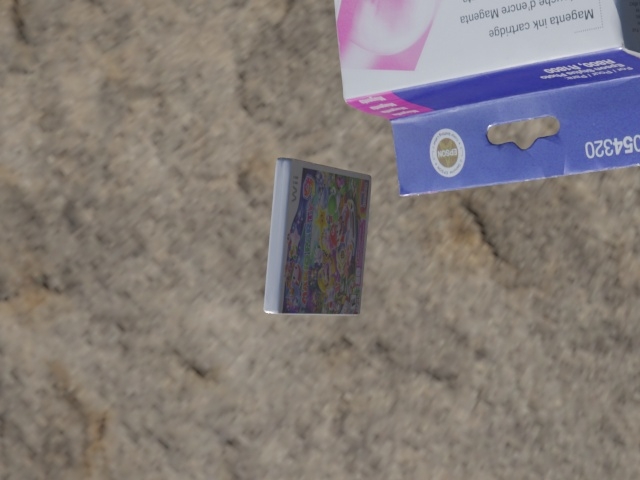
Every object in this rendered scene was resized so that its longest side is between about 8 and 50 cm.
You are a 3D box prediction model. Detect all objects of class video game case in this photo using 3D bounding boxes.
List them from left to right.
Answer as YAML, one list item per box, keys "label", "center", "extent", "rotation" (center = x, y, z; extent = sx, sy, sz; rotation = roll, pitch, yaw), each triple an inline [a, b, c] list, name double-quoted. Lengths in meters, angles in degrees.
- label: "video game case"
  center: [0.000, 0.000, 1.027]
  extent: [0.011, 0.122, 0.087]
  rotation: [5, 89, 24]

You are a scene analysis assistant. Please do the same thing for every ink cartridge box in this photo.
- label: "ink cartridge box"
  center: [0.138, -0.211, 1.478]
  extent: [0.324, 0.071, 0.330]
  rotation: [-7, 89, 49]
